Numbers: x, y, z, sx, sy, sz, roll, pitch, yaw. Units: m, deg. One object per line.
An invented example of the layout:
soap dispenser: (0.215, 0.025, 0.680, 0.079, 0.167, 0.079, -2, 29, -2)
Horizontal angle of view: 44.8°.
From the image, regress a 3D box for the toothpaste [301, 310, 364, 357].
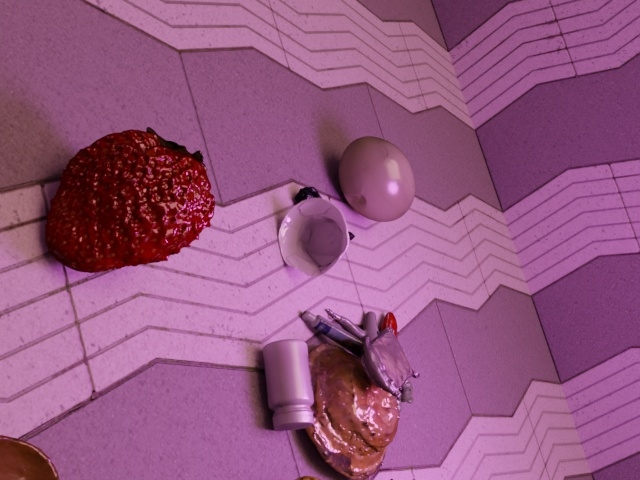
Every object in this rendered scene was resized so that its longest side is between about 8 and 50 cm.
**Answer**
toothpaste: (0.045, 0.238, 1.965, 0.216, 0.062, 0.037, 34, 47, -16)

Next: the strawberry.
strawberry: (-0.344, -0.068, 1.405, 0.261, 0.261, 0.258, 66, 27, -4)

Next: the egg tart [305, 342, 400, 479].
egg tart: (0.084, 0.405, 1.880, 0.352, 0.150, 0.351, 39, 37, -39)

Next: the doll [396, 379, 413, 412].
doll: (0.203, 0.416, 2.134, 0.150, 0.077, 0.115, -11, 70, -48)

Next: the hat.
hat: (0.000, 0.000, 1.997, 0.126, 0.203, 0.203, 28, 47, -68)

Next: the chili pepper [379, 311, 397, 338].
chili pepper: (0.194, 0.264, 2.221, 0.169, 0.065, 0.088, -79, 173, -54)

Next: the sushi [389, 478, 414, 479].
sushi: (0.230, 0.757, 1.905, 0.130, 0.124, 0.332, -10, 81, -48)

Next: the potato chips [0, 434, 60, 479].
potato chips: (-0.466, 0.377, 1.106, 0.208, 0.062, 0.195, -26, 88, -58)

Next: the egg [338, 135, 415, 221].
egg: (0.168, -0.180, 2.305, 0.269, 0.219, 0.219, 50, 34, -18)

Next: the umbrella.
umbrella: (0.022, -0.063, 2.150, 0.248, 0.071, 0.070, 44, 38, -38)

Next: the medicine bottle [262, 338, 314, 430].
medicine bottle: (-0.070, 0.321, 1.725, 0.103, 0.103, 0.186, 22, 53, -51)

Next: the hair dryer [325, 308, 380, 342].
hair dryer: (0.095, 0.220, 2.123, 0.199, 0.067, 0.167, 45, 26, -10)

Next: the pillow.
pillow: (0.164, 0.301, 1.902, 0.169, 0.059, 0.255, 56, 17, 9)

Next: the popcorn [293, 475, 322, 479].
popcorn: (-0.042, 0.564, 1.576, 0.142, 0.173, 0.173, 46, 30, 6)
